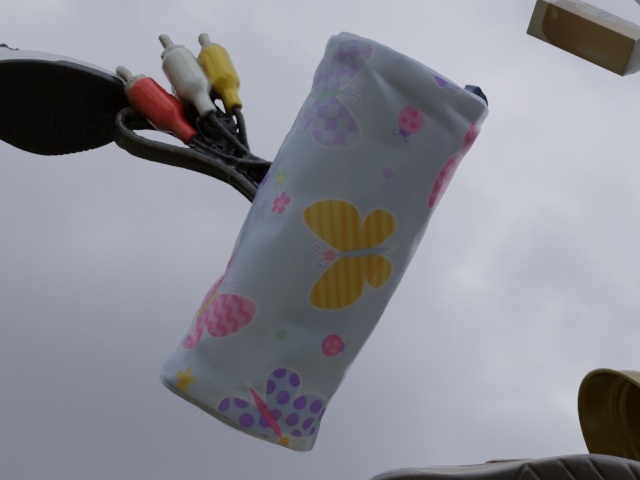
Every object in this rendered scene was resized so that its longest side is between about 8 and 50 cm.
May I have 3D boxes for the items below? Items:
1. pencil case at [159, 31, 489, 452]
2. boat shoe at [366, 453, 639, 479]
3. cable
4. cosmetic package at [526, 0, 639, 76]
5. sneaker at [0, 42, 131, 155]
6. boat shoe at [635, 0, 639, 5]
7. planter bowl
[{"bbox_3d":[0.000,0.000,0.977,0.113,0.273,0.124,27,-2,-20],"label":"pencil case"},{"bbox_3d":[0.184,0.244,1.342,0.325,0.123,0.116,4,-4,3],"label":"boat shoe"},{"bbox_3d":[-0.089,-0.089,1.385,0.287,0.139,0.072,44,-29,36],"label":"cable"},{"bbox_3d":[0.271,-0.206,1.505,0.115,0.060,0.041,29,-62,26],"label":"cosmetic package"},{"bbox_3d":[-0.335,-0.172,1.460,0.296,0.178,0.123,4,-53,-23],"label":"sneaker"},{"bbox_3d":[0.192,-0.263,1.009,0.105,0.285,0.089,-32,-43,1],"label":"boat shoe"},{"bbox_3d":[0.364,0.209,1.542,0.217,0.090,0.217,51,-23,32],"label":"planter bowl"}]
